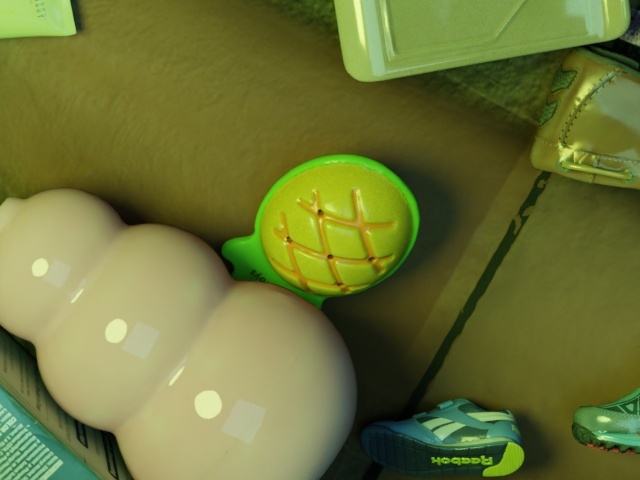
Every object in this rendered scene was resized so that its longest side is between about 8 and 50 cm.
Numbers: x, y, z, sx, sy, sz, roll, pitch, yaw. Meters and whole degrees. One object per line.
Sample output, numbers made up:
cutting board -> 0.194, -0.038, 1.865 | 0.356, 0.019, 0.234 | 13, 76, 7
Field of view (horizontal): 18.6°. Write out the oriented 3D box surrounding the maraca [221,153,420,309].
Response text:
maraca -> 0.000, 0.000, 1.638 | 0.127, 0.099, 0.185 | 42, 119, -15

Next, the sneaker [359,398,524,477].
sneaker -> 0.107, 0.172, 1.723 | 0.144, 0.059, 0.053 | 3, 135, 4

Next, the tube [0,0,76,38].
tube -> -0.319, -0.189, 1.552 | 0.240, 0.062, 0.070 | -11, 146, -13

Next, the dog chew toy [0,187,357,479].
dog chew toy -> -0.133, 0.081, 1.585 | 0.332, 0.206, 0.206 | 39, 94, -8

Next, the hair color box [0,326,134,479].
hair color box -> -0.247, 0.171, 1.590 | 0.105, 0.174, 0.347 | -44, 107, 3

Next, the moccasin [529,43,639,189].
moccasin -> 0.364, -0.042, 1.669 | 0.380, 0.139, 0.147 | 18, 101, -14

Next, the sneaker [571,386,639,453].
sneaker -> 0.339, 0.115, 1.739 | 0.262, 0.104, 0.125 | -13, 88, -11

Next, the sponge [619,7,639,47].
sponge -> 0.361, -0.142, 1.655 | 0.210, 0.117, 0.031 | 20, 97, -14

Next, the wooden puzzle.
wooden puzzle -> 0.121, -0.254, 1.580 | 0.238, 0.044, 0.221 | -10, 100, -8
